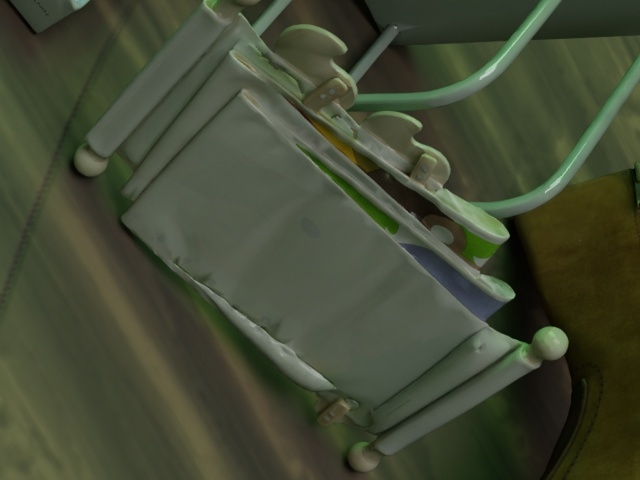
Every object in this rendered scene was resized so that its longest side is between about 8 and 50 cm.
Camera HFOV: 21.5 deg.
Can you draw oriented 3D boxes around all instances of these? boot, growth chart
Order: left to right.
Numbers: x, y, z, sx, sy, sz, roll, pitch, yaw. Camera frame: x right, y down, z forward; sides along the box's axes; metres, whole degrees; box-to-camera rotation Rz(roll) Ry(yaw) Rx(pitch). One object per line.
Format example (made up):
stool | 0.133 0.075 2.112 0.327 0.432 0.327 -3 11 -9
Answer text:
growth chart | 0.000 0.000 0.756 0.237 0.172 0.021 47 40 -15
boot | 0.123 0.077 0.842 0.096 0.264 0.280 46 28 -42

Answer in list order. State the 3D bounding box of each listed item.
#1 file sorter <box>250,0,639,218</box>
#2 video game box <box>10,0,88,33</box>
file sorter | 0.017 -0.161 0.752 0.173 0.193 0.277 -52 128 -32
video game box | -0.124 -0.231 0.802 0.187 0.048 0.205 50 53 -14
